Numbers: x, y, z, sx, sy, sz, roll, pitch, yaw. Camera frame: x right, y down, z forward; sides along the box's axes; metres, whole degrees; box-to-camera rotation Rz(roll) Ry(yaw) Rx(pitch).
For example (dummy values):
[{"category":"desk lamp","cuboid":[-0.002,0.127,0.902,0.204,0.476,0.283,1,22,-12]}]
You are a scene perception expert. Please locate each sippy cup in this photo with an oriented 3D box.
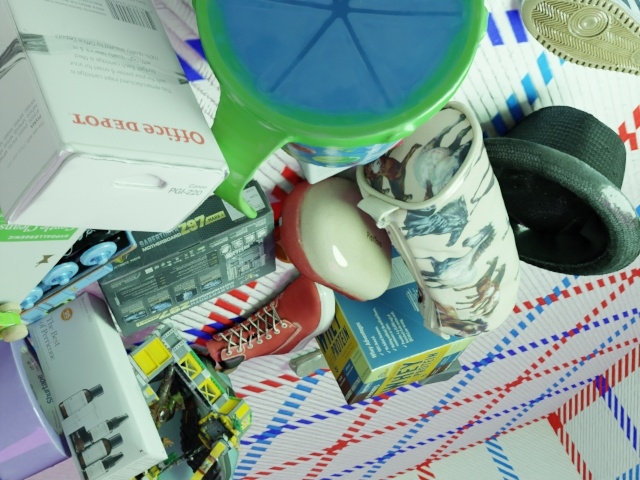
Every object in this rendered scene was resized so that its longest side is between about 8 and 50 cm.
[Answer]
[{"category":"sippy cup","cuboid":[0.015,-0.170,0.878,0.305,0.240,0.224,-18,169,-4]}]

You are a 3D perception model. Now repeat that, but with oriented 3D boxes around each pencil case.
[{"category":"pencil case","cuboid":[0.167,-0.009,1.332,0.183,0.160,0.410,-39,144,-6]}]

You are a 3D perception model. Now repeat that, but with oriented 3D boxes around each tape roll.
[{"category":"tape roll","cuboid":[-0.392,0.208,1.241,0.080,0.189,0.189,-24,156,-8]}]

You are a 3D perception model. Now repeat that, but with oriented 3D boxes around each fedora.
[{"category":"fedora","cuboid":[0.332,-0.087,1.396,0.152,0.334,0.334,-56,163,-18]}]

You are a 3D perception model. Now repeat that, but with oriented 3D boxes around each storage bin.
[{"category":"storage bin","cuboid":[0.246,0.272,2.178,0.135,0.091,0.098,0,144,-46]}]

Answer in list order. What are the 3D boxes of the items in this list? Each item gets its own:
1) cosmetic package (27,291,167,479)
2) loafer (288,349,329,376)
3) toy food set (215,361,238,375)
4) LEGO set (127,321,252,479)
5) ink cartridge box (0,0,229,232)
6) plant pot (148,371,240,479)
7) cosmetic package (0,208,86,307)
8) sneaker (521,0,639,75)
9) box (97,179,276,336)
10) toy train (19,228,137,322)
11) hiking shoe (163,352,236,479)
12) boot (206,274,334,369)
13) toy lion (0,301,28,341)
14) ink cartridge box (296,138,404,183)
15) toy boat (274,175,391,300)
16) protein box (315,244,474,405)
[{"category":"cosmetic package","cuboid":[-0.291,0.194,1.256,0.099,0.239,0.060,-30,156,4]},{"category":"loafer","cuboid":[-0.005,0.230,1.902,0.125,0.039,0.045,-15,121,-34]},{"category":"toy food set","cuboid":[-0.172,0.216,1.709,0.078,0.019,0.122,-7,157,-38]},{"category":"LEGO set","cuboid":[-0.285,0.290,1.437,0.331,0.255,0.192,-27,-173,27]},{"category":"ink cartridge box","cuboid":[-0.187,-0.119,0.755,0.159,0.218,0.092,3,142,-49]},{"category":"plant pot","cuboid":[-0.263,0.384,1.709,0.293,0.196,0.293,-20,158,-8]},{"category":"cosmetic package","cuboid":[-0.360,-0.012,0.870,0.197,0.155,0.365,-2,145,-51]},{"category":"sneaker","cuboid":[0.371,-0.288,1.185,0.282,0.153,0.099,14,146,-13]},{"category":"box","cuboid":[-0.173,0.027,1.267,0.233,0.059,0.183,-23,156,-12]},{"category":"toy train","cuboid":[-0.295,0.023,1.113,0.184,0.080,0.105,-31,166,2]},{"category":"hiking shoe","cuboid":[-0.172,0.286,1.589,0.114,0.227,0.086,-3,161,-47]},{"category":"boot","cuboid":[-0.087,0.135,1.554,0.176,0.088,0.244,-13,156,-28]},{"category":"toy lion","cuboid":[-0.328,0.082,0.872,0.096,0.034,0.100,-25,161,7]},{"category":"ink cartridge box","cuboid":[0.026,-0.155,1.091,0.127,0.072,0.175,-24,156,-8]},{"category":"toy boat","cuboid":[0.000,0.000,1.337,0.151,0.151,0.231,-4,165,22]},{"category":"protein box","cuboid":[0.107,0.131,1.601,0.201,0.199,0.136,-15,153,-25]}]
